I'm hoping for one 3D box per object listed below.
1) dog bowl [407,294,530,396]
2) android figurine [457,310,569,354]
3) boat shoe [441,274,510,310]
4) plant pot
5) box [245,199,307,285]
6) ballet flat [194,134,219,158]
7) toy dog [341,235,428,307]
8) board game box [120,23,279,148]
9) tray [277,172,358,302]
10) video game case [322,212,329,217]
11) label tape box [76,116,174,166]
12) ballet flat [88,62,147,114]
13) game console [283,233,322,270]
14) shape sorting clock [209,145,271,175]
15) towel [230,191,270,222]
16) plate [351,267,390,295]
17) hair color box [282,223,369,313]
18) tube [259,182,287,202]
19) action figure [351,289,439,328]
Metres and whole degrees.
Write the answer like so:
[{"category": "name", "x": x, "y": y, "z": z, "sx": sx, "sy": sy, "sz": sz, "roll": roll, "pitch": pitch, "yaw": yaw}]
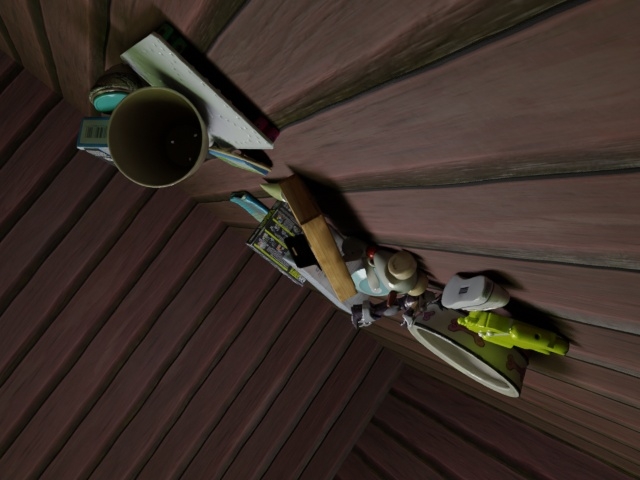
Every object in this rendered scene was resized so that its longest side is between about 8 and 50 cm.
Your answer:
[{"category": "dog bowl", "x": 0.491, "y": 0.329, "z": 1.824, "sx": 0.407, "sy": 0.150, "sz": 0.408, "roll": 34, "pitch": 168, "yaw": 8}, {"category": "android figurine", "x": 0.504, "y": 0.246, "z": 1.497, "sx": 0.272, "sy": 0.056, "sz": 0.248, "roll": 17, "pitch": 169, "yaw": -3}, {"category": "boat shoe", "x": 0.401, "y": 0.141, "z": 1.468, "sx": 0.088, "sy": 0.096, "sz": 0.267, "roll": 24, "pitch": 166, "yaw": -7}, {"category": "plant pot", "x": -0.417, "y": -0.276, "z": 1.577, "sx": 0.256, "sy": 0.257, "sz": 0.274, "roll": 36, "pitch": -175, "yaw": -1}, {"category": "box", "x": -0.110, "y": 0.007, "z": 2.093, "sx": 0.270, "sy": 0.216, "sz": 0.060, "roll": 40, "pitch": 169, "yaw": -25}, {"category": "ballet flat", "x": -0.412, "y": -0.362, "z": 1.791, "sx": 0.096, "sy": 0.095, "sz": 0.280, "roll": 2, "pitch": 147, "yaw": 50}, {"category": "toy dog", "x": 0.181, "y": 0.104, "z": 1.774, "sx": 0.220, "sy": 0.161, "sz": 0.333, "roll": 41, "pitch": 168, "yaw": -24}, {"category": "board game box", "x": -0.327, "y": -0.391, "z": 1.506, "sx": 0.390, "sy": 0.050, "sz": 0.390, "roll": 42, "pitch": 167, "yaw": -29}, {"category": "tray", "x": 0.000, "y": 0.000, "z": 1.752, "sx": 0.203, "sy": 0.076, "sz": 0.411, "roll": 61, "pitch": 177, "yaw": 41}, {"category": "video game case", "x": -0.041, "y": -0.105, "z": 1.873, "sx": 0.087, "sy": 0.011, "sz": 0.122, "roll": 15, "pitch": -173, "yaw": -46}, {"category": "label tape box", "x": -0.570, "y": -0.290, "z": 1.820, "sx": 0.240, "sy": 0.106, "sz": 0.333, "roll": 4, "pitch": 171, "yaw": 17}, {"category": "ballet flat", "x": -0.603, "y": -0.447, "z": 1.785, "sx": 0.163, "sy": 0.182, "sz": 0.483, "roll": -9, "pitch": 171, "yaw": 1}, {"category": "game console", "x": -0.056, "y": 0.047, "z": 1.821, "sx": 0.122, "sy": 0.107, "sz": 0.071, "roll": 60, "pitch": 149, "yaw": 28}, {"category": "shape sorting clock", "x": -0.250, "y": -0.255, "z": 1.757, "sx": 0.206, "sy": 0.040, "sz": 0.206, "roll": 20, "pitch": 178, "yaw": 1}, {"category": "towel", "x": -0.232, "y": -0.091, "z": 2.519, "sx": 0.370, "sy": 0.040, "sz": 0.271, "roll": 39, "pitch": 169, "yaw": -19}, {"category": "plate", "x": 0.202, "y": 0.160, "z": 2.049, "sx": 0.188, "sy": 0.024, "sz": 0.188, "roll": 6, "pitch": 143, "yaw": 5}, {"category": "hair color box", "x": 0.052, "y": 0.105, "z": 2.100, "sx": 0.113, "sy": 0.185, "sz": 0.374, "roll": 23, "pitch": 164, "yaw": 50}, {"category": "tube", "x": -0.139, "y": -0.165, "z": 1.893, "sx": 0.240, "sy": 0.062, "sz": 0.070, "roll": 17, "pitch": 125, "yaw": 69}, {"category": "action figure", "x": 0.244, "y": 0.211, "z": 1.813, "sx": 0.185, "sy": 0.284, "sz": 0.099, "roll": -63, "pitch": -44, "yaw": -68}]
